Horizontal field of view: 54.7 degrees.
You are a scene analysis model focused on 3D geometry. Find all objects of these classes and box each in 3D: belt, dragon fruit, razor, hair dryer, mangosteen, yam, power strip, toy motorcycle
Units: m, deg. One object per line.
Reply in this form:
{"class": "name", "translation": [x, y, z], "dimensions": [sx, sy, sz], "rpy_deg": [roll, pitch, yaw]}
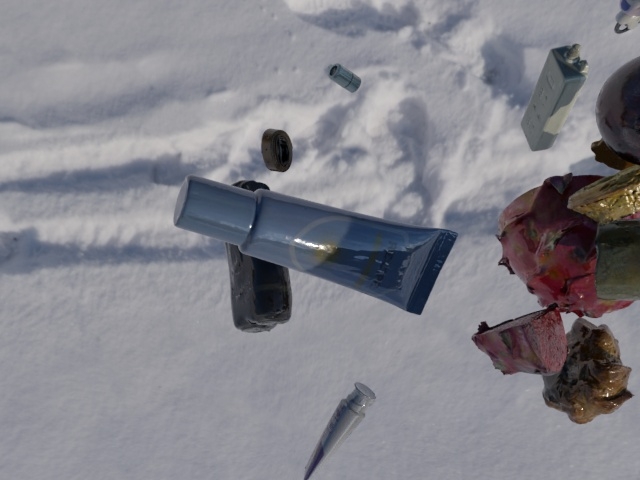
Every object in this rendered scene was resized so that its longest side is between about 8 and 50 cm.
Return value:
{"class": "belt", "translation": [-0.080, -0.172, 1.178], "dimensions": [0.036, 0.083, 0.059], "rpy_deg": [15, 32, 41]}
{"class": "dragon fruit", "translation": [0.413, 0.222, 1.294], "dimensions": [0.161, 0.274, 0.126], "rpy_deg": [-18, 85, 35]}
{"class": "razor", "translation": [-0.156, 0.038, 1.447], "dimensions": [0.114, 0.204, 0.348], "rpy_deg": [-5, 77, -31]}
{"class": "hair dryer", "translation": [0.046, -0.448, 1.658], "dimensions": [0.047, 0.082, 0.137], "rpy_deg": [-56, 37, 14]}
{"class": "mangosteen", "translation": [0.504, -0.196, 0.909], "dimensions": [0.200, 0.200, 0.199], "rpy_deg": [1, 71, -2]}
{"class": "yam", "translation": [0.643, 0.034, 1.133], "dimensions": [0.268, 0.161, 0.161], "rpy_deg": [-3, 70, 21]}
{"class": "power strip", "translation": [0.533, -0.324, 1.423], "dimensions": [0.058, 0.338, 0.098], "rpy_deg": [-10, 65, -2]}
{"class": "dragon fruit", "translation": [0.591, 0.034, 1.403], "dimensions": [0.371, 0.386, 0.249], "rpy_deg": [-17, 52, 29]}
{"class": "toy motorcycle", "translation": [0.634, -0.463, 1.113], "dimensions": [0.221, 0.150, 0.102], "rpy_deg": [-31, 67, 19]}

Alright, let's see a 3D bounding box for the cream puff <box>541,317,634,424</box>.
{"class": "cream puff", "translation": [0.663, 0.339, 1.566], "dimensions": [0.155, 0.269, 0.241], "rpy_deg": [11, 38, -11]}

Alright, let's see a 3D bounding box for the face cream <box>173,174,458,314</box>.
{"class": "face cream", "translation": [0.000, 0.000, 0.828], "dimensions": [0.385, 0.086, 0.135], "rpy_deg": [16, 105, -21]}

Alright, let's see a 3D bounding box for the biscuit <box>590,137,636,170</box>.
{"class": "biscuit", "translation": [0.634, -0.191, 1.220], "dimensions": [0.133, 0.184, 0.027], "rpy_deg": [30, 62, -3]}

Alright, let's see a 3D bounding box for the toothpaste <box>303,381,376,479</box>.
{"class": "toothpaste", "translation": [0.032, 0.497, 1.569], "dimensions": [0.073, 0.114, 0.299], "rpy_deg": [33, 99, -2]}

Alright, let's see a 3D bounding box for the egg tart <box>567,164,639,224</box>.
{"class": "egg tart", "translation": [0.502, -0.079, 1.025], "dimensions": [0.191, 0.191, 0.074], "rpy_deg": [-22, 86, -9]}
